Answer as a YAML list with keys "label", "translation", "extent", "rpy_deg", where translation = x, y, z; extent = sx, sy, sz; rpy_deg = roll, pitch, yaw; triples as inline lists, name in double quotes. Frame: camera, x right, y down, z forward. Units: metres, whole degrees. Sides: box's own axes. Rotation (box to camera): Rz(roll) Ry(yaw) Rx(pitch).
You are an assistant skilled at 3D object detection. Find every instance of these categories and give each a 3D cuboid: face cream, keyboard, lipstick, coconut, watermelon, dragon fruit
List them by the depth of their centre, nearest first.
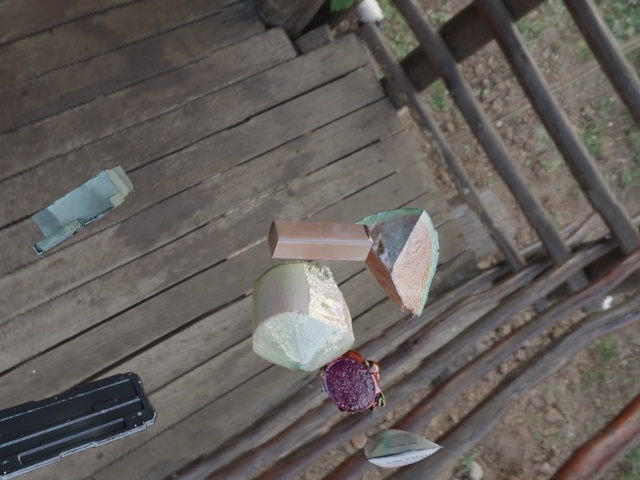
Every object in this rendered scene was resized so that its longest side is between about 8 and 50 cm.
- label: "face cream"
  translation: [0.040, 0.115, 0.395]
  extent: [0.038, 0.115, 0.020]
  rpy_deg: [-8, 75, -2]
- label: "coconut"
  translation: [-0.023, 0.094, 0.818]
  extent: [0.116, 0.116, 0.122]
  rpy_deg: [8, 46, -20]
- label: "lipstick"
  translation: [0.000, 0.000, 1.034]
  extent: [0.145, 0.045, 0.045]
  rpy_deg: [2, 46, -20]
- label: "keyboard"
  translation: [-0.376, 0.271, 1.053]
  extent: [0.262, 0.016, 0.106]
  rpy_deg: [-13, 56, -36]
- label: "dragon fruit"
  translation: [0.062, 0.249, 1.281]
  extent: [0.068, 0.126, 0.112]
  rpy_deg: [-12, 92, -60]
- label: "watermelon"
  translation: [0.171, 0.024, 1.442]
  extent: [0.146, 0.128, 0.231]
  rpy_deg: [-37, 129, -11]

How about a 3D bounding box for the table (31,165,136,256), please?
- label: "table"
  translation: [-0.396, -0.054, 1.181]
  extent: [0.146, 0.175, 0.062]
  rpy_deg: [-32, 101, 4]
